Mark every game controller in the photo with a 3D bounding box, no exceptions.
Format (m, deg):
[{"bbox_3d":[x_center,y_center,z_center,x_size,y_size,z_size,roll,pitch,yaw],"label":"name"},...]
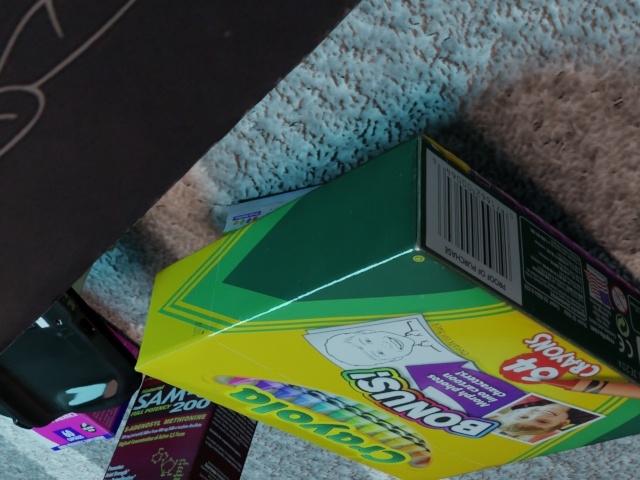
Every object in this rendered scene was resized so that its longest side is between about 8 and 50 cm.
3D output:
[{"bbox_3d":[-0.286,0.053,0.834,0.166,0.067,0.319,-18,132,16],"label":"game controller"}]

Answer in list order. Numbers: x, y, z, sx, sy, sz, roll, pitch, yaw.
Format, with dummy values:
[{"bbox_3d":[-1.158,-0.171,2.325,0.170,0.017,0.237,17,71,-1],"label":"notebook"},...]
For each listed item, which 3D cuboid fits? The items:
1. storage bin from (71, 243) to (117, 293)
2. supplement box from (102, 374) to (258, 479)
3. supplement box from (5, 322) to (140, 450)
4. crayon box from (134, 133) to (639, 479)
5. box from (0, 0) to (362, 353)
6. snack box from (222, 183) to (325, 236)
[{"bbox_3d":[-0.351,-0.051,0.863,0.262,0.123,0.260,7,140,12],"label":"storage bin"},{"bbox_3d":[-0.146,0.222,1.024,0.130,0.239,0.073,-16,130,33],"label":"supplement box"},{"bbox_3d":[-0.312,0.119,1.061,0.111,0.114,0.220,-20,127,37],"label":"supplement box"},{"bbox_3d":[0.084,0.091,0.849,0.363,0.106,0.313,30,139,-34],"label":"crayon box"},{"bbox_3d":[-0.239,-0.204,0.330,0.472,0.297,0.480,-43,121,2],"label":"box"},{"bbox_3d":[0.000,0.000,0.870,0.141,0.037,0.100,-10,133,27],"label":"snack box"}]
